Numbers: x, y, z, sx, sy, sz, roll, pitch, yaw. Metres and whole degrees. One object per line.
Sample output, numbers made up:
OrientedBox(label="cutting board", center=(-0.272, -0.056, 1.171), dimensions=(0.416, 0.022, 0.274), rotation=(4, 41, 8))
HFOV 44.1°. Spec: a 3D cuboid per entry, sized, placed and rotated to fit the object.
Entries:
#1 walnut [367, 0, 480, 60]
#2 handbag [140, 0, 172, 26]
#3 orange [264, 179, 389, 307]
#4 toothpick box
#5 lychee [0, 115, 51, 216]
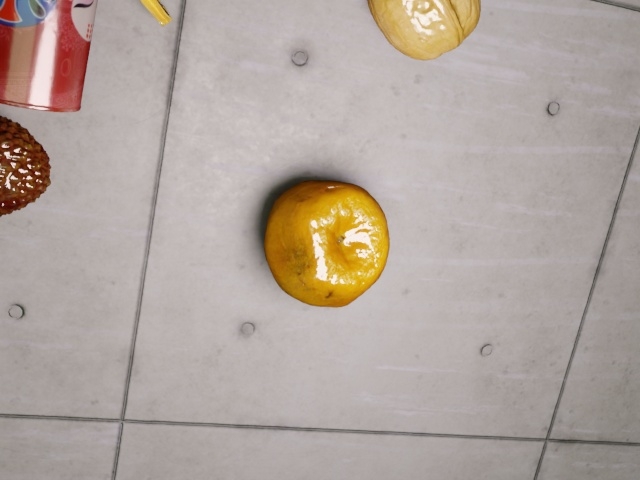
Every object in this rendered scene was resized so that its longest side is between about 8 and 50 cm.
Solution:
OrientedBox(label="walnut", center=(0.182, -0.434, 1.409), dimensions=(0.193, 0.193, 0.225), rotation=(-31, 113, -4))
OrientedBox(label="handbag", center=(-0.289, -0.407, 1.356), dimensions=(0.027, 0.061, 0.083), rotation=(-38, 114, 3))
OrientedBox(label="orange", center=(0.000, 0.000, 1.504), dimensions=(0.249, 0.183, 0.248), rotation=(0, 90, -23))
OrientedBox(label="toothpick box", center=(-0.453, -0.387, 1.242), dimensions=(0.204, 0.204, 0.333), rotation=(8, 105, -18))
OrientedBox(label="lychee", center=(-0.548, -0.125, 1.322), dimensions=(0.188, 0.188, 0.188), rotation=(-5, 108, -14))
